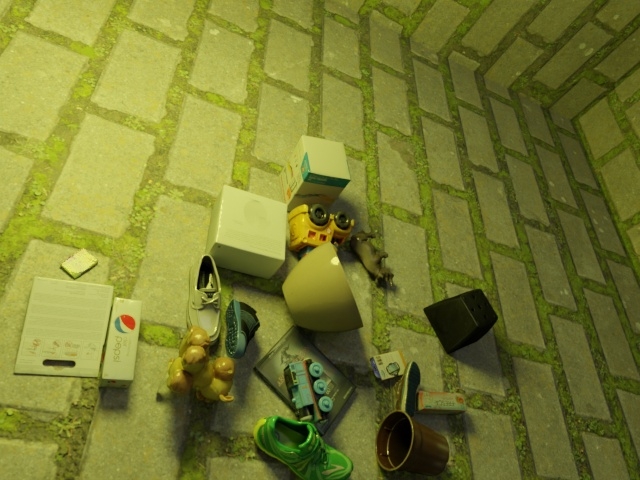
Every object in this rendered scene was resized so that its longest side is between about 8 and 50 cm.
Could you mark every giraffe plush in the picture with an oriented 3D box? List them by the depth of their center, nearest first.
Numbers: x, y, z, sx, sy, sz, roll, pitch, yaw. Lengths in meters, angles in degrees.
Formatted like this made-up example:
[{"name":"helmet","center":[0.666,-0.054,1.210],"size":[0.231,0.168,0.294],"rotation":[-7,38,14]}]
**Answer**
[{"name":"giraffe plush","center":[-0.293,0.343,1.264],"size":[0.170,0.210,0.181],"rotation":[29,24,-18]}]

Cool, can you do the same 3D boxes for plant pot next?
[{"name":"plant pot","center":[0.274,0.604,1.447],"size":[0.165,0.167,0.167],"rotation":[28,48,-22]},{"name":"plant pot","center":[-0.008,0.166,1.530],"size":[0.190,0.284,0.284],"rotation":[-21,67,-2]},{"name":"plant pot","center":[0.528,0.277,1.819],"size":[0.187,0.167,0.188],"rotation":[-10,64,-37]}]

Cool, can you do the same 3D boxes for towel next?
[{"name":"towel","center":[-0.655,0.061,1.350],"size":[0.060,0.009,0.083],"rotation":[41,48,-1]}]

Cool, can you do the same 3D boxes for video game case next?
[{"name":"video game case","center":[-0.041,0.410,1.473],"size":[0.274,0.026,0.196],"rotation":[45,47,2]}]

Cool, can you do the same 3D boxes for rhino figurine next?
[{"name":"rhino figurine","center":[0.192,0.068,1.823],"size":[0.106,0.073,0.243],"rotation":[-19,72,-43]}]

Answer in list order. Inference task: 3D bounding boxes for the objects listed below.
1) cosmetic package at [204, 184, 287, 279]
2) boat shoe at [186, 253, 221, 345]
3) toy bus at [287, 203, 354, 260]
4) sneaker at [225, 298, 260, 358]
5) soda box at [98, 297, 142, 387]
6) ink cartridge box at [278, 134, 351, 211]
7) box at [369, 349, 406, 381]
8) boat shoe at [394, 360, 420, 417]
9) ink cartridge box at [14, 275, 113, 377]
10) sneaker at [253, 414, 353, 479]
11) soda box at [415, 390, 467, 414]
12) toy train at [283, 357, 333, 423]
[{"name":"cosmetic package","center":[-0.234,-0.023,1.580],"size":[0.223,0.138,0.225],"rotation":[17,50,-21]},{"name":"boat shoe","center":[-0.326,0.165,1.425],"size":[0.096,0.088,0.268],"rotation":[10,54,-26]},{"name":"toy bus","center":[0.000,0.000,1.717],"size":[0.220,0.149,0.212],"rotation":[13,66,-27]},{"name":"sneaker","center":[-0.213,0.251,1.396],"size":[0.090,0.081,0.232],"rotation":[25,23,-22]},{"name":"soda box","center":[-0.506,0.259,1.263],"size":[0.073,0.069,0.216],"rotation":[12,54,-25]},{"name":"ink cartridge box","center":[-0.026,-0.228,1.788],"size":[0.168,0.233,0.171],"rotation":[6,56,-26]},{"name":"box","center":[0.221,0.413,1.630],"size":[0.136,0.028,0.081],"rotation":[-4,61,-31]},{"name":"boat shoe","center":[0.269,0.472,1.584],"size":[0.066,0.066,0.183],"rotation":[39,51,-25]},{"name":"ink cartridge box","center":[-0.636,0.216,1.241],"size":[0.188,0.066,0.233],"rotation":[11,75,-25]},{"name":"sneaker","center":[-0.036,0.555,1.305],"size":[0.295,0.123,0.110],"rotation":[31,47,-10]},{"name":"soda box","center":[0.386,0.533,1.621],"size":[0.183,0.063,0.058],"rotation":[12,54,-24]},{"name":"toy train","center":[-0.036,0.426,1.399],"size":[0.105,0.080,0.184],"rotation":[-6,64,-24]}]
